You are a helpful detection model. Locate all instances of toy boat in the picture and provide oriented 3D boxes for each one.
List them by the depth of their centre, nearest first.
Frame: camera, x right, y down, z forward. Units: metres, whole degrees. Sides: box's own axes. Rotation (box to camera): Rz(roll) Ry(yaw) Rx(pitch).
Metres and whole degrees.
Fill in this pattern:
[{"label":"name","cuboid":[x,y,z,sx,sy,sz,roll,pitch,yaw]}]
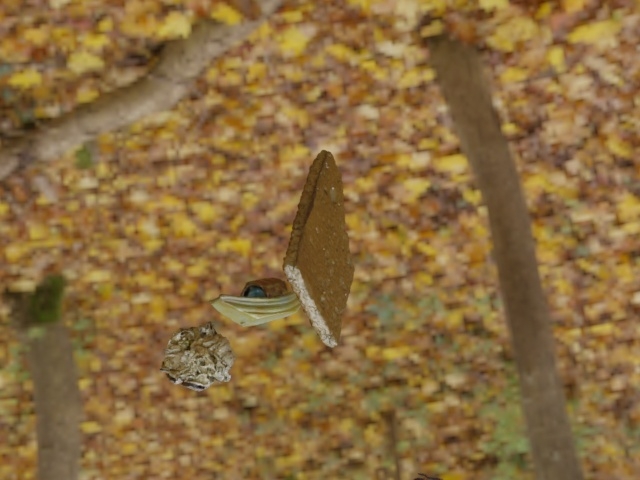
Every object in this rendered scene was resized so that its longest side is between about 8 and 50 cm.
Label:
[{"label":"toy boat","cuboid":[-0.092,0.091,2.073,0.172,0.066,0.065,-8,167,-45]}]

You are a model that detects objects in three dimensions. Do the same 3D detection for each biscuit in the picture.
[{"label":"biscuit","cuboid":[0.005,0.006,1.622,0.026,0.237,0.131,-12,124,20]}]

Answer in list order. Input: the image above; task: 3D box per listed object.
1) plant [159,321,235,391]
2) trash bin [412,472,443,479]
[{"label":"plant","cuboid":[-0.163,0.179,1.929,0.104,0.116,0.122,-32,136,9]},{"label":"trash bin","cuboid":[0.073,0.371,1.626,0.235,0.162,0.184,2,-174,-30]}]
